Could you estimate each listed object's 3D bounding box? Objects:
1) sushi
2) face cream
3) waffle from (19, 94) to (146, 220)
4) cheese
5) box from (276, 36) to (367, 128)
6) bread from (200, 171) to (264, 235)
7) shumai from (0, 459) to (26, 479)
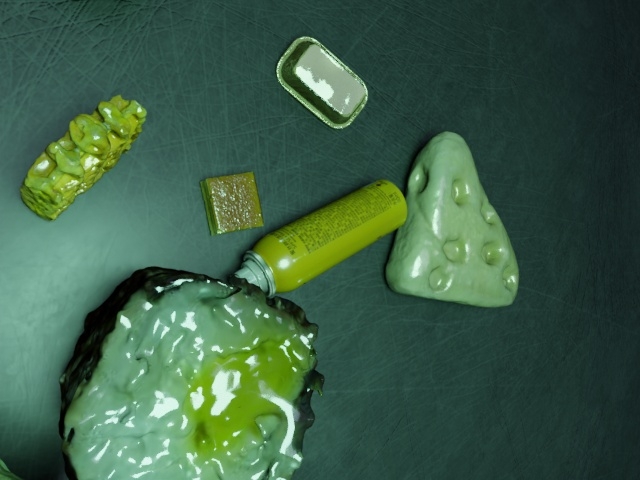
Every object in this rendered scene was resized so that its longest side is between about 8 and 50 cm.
[{"bbox_3d":[-0.170,0.187,0.600,0.281,0.294,0.300,13,80,-29],"label":"sushi"},{"bbox_3d":[0.000,0.000,0.832,0.348,0.105,0.105,-29,100,-31],"label":"face cream"},{"bbox_3d":[-0.299,-0.105,0.597,0.055,0.211,0.160,46,65,-20],"label":"waffle"},{"bbox_3d":[0.312,-0.021,1.010,0.328,0.129,0.351,22,76,-26],"label":"cheese"},{"bbox_3d":[0.009,-0.290,0.875,0.177,0.111,0.111,37,68,-19],"label":"box"},{"bbox_3d":[-0.145,-0.062,0.790,0.090,0.035,0.094,-12,92,-32],"label":"bread"},{"bbox_3d":[-0.451,0.236,0.438,0.397,0.324,0.323,-14,76,-33],"label":"shumai"}]
